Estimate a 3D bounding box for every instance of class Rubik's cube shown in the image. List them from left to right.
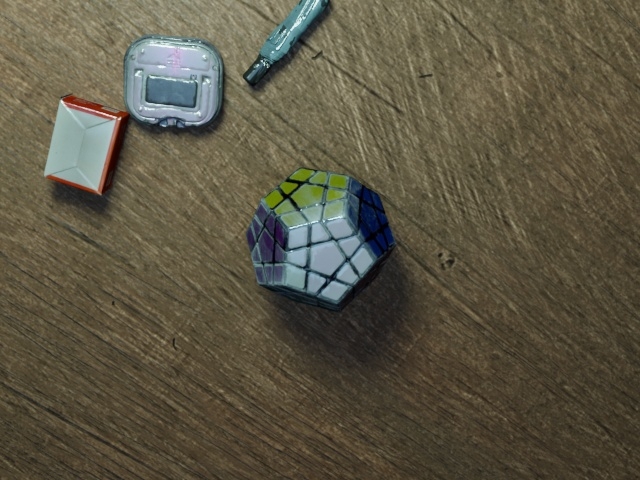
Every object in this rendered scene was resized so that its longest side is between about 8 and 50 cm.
[{"bbox_3d":[0.000,0.000,1.651,0.264,0.319,0.319,-24,109,31],"label":"Rubik's cube"}]

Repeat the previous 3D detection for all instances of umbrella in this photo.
[{"bbox_3d":[-0.075,-0.431,1.632,0.053,0.052,0.250,42,98,-16],"label":"umbrella"}]

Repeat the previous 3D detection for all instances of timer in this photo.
[{"bbox_3d":[-0.310,-0.334,1.632,0.209,0.069,0.190,2,108,-7],"label":"timer"}]

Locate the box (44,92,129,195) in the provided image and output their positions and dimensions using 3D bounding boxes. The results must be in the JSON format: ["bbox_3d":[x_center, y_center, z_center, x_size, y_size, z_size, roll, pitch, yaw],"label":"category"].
[{"bbox_3d":[-0.493,-0.205,1.637,0.133,0.099,0.182,16,105,-6],"label":"box"}]
